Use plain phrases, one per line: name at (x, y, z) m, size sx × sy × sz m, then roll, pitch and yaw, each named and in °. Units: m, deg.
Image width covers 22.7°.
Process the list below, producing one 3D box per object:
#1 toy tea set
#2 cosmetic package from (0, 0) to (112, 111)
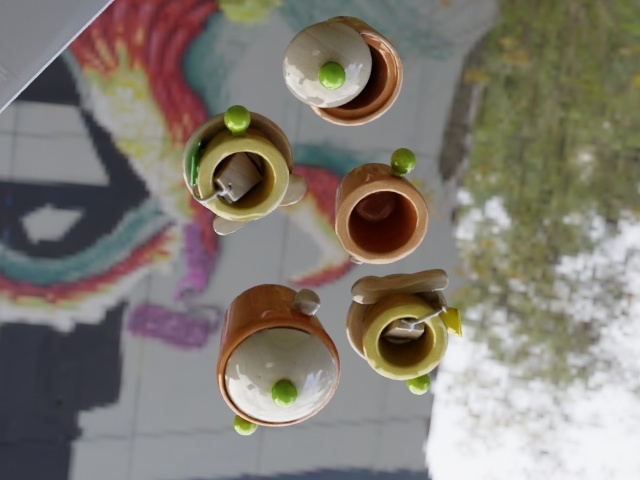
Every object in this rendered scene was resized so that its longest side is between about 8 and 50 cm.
toy tea set at (0.000, 0.000, 1.197) m, size 0.200 × 0.336 × 0.124 m, roll -13°, pitch -153°, yaw -2°
cosmetic package at (-0.281, -0.223, 1.469) m, size 0.127 × 0.238 × 0.107 m, roll 47°, pitch 179°, yaw -16°
